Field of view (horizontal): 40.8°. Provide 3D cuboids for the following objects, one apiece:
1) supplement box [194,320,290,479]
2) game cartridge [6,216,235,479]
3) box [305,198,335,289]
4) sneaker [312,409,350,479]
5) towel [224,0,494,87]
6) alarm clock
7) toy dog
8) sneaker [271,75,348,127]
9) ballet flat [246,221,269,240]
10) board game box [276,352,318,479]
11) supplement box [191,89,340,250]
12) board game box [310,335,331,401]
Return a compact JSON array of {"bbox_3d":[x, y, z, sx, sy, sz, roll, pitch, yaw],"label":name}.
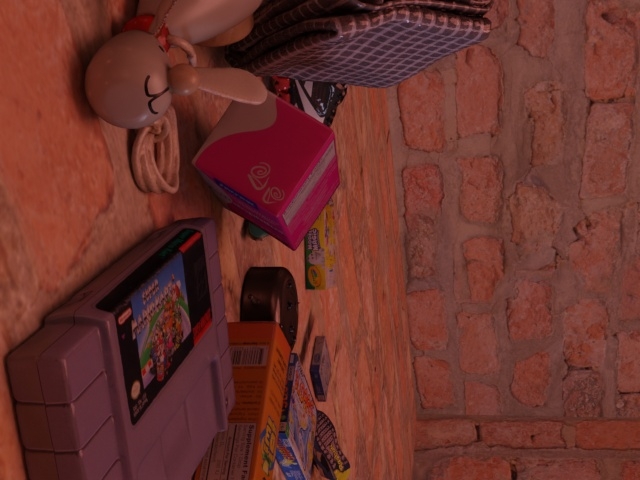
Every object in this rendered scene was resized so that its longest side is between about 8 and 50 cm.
[{"bbox_3d":[-0.091,0.213,1.014,0.078,0.080,0.233,70,23,-53],"label":"supplement box"},{"bbox_3d":[-0.150,0.127,0.770,0.355,0.068,0.230,-60,151,-70],"label":"game cartridge"},{"bbox_3d":[0.000,0.000,1.605,0.105,0.043,0.179,-3,94,-79],"label":"box"},{"bbox_3d":[0.002,0.375,1.560,0.053,0.059,0.144,-31,107,-42],"label":"sneaker"},{"bbox_3d":[0.041,-0.262,1.039,0.284,0.235,0.121,-6,-96,60],"label":"towel"},{"bbox_3d":[-0.064,0.095,1.220,0.192,0.064,0.129,-68,155,-71],"label":"alarm clock"},{"bbox_3d":[-0.095,-0.217,0.816,0.220,0.161,0.333,69,22,-59],"label":"toy dog"},{"bbox_3d":[-0.009,-0.215,1.340,0.097,0.135,0.276,-79,165,-55],"label":"sneaker"},{"bbox_3d":[-0.081,-0.031,1.204,0.114,0.041,0.041,-78,163,-45],"label":"ballet flat"},{"bbox_3d":[-0.043,0.286,1.360,0.201,0.035,0.136,75,18,-52],"label":"board game box"},{"bbox_3d":[-0.053,-0.077,0.977,0.114,0.111,0.220,-57,172,-8],"label":"supplement box"},{"bbox_3d":[0.002,0.244,1.638,0.090,0.020,0.090,-78,163,-48],"label":"board game box"}]
